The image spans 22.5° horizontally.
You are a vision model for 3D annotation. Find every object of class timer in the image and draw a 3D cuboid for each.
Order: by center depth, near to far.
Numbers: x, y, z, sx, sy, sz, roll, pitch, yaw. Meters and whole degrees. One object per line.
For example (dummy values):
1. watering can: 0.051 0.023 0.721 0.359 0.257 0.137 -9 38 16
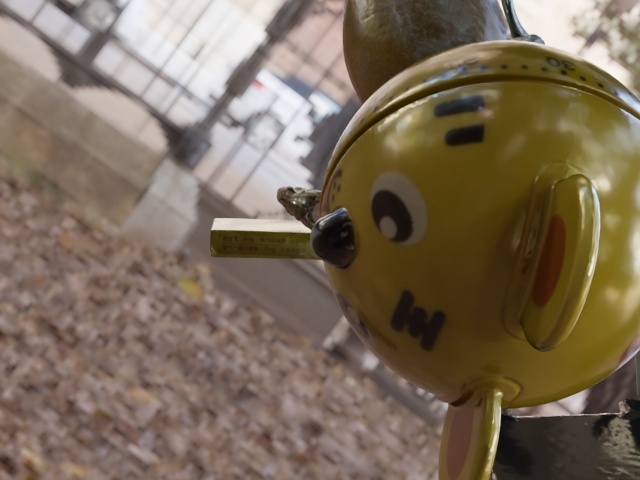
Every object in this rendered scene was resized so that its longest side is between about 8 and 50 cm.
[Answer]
1. timer: 0.161 0.013 1.448 0.376 0.376 0.387 35 38 -26

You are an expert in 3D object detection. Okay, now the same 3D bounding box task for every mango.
1. mango: 0.112 -0.232 1.806 0.146 0.193 0.316 114 -40 -57

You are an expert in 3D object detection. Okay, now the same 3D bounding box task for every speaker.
1. speaker: 0.294 0.318 1.841 0.232 0.184 0.254 -2 19 -2

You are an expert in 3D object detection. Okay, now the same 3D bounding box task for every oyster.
1. oyster: 0.043 0.000 1.778 0.200 0.106 0.061 58 -16 -9

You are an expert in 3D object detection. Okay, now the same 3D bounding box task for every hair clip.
1. hair clip: 0.295 -0.330 2.404 0.115 0.039 0.030 68 30 -24

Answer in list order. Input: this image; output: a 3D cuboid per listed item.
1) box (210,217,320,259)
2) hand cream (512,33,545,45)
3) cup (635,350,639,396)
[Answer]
1. box: -0.001 0.000 2.051 0.279 0.041 0.153 1 6 -2
2. hand cream: 0.249 -0.250 2.317 0.046 0.095 0.175 35 -29 -33
3. cup: 0.561 0.159 2.534 0.134 0.148 0.236 56 -7 32
